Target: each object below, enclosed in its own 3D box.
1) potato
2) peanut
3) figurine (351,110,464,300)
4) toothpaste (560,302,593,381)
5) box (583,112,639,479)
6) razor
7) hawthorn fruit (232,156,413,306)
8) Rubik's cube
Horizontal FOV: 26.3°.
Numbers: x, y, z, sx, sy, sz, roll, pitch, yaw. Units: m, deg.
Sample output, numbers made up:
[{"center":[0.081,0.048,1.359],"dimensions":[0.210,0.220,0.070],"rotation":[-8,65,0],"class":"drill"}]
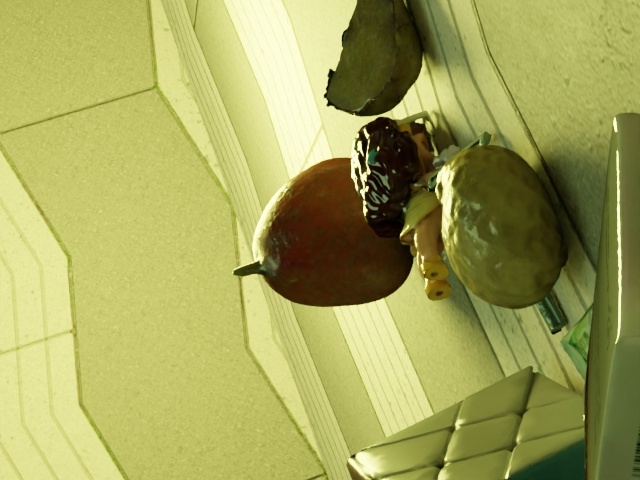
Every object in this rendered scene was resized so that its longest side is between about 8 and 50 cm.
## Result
[{"center":[0.082,-0.215,1.522],"dimensions":[0.100,0.089,0.172],"rotation":[28,105,46],"class":"potato"},{"center":[0.166,-0.015,1.295],"dimensions":[0.159,0.109,0.140],"rotation":[62,156,28],"class":"peanut"},{"center":[0.107,-0.043,1.518],"dimensions":[0.175,0.116,0.240],"rotation":[84,163,-48],"class":"figurine"},{"center":[0.256,0.074,1.189],"dimensions":[0.075,0.048,0.297],"rotation":[60,169,18],"class":"toothpaste"},{"center":[0.238,0.089,0.935],"dimensions":[0.299,0.106,0.200],"rotation":[86,-169,-46],"class":"box"},{"center":[0.191,-0.001,1.387],"dimensions":[0.084,0.036,0.211],"rotation":[-39,73,35],"class":"razor"},{"center":[0.000,0.000,1.763],"dimensions":[0.199,0.251,0.199],"rotation":[43,143,44],"class":"hawthorn fruit"},{"center":[0.189,0.289,1.336],"dimensions":[0.225,0.231,0.221],"rotation":[67,169,-13],"class":"Rubik's cube"}]
